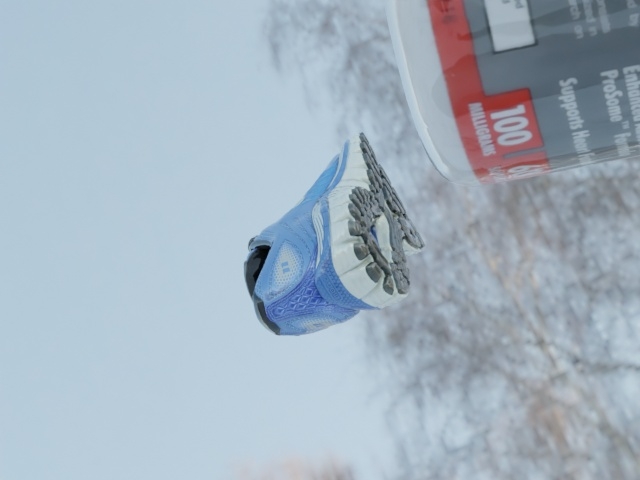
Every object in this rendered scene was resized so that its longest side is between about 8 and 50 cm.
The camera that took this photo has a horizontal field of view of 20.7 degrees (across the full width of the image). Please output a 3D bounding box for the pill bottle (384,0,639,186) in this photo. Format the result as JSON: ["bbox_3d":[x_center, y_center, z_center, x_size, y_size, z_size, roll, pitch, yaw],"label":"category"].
[{"bbox_3d":[0.224,-0.161,0.960,0.363,0.210,0.210,-11,-41,12],"label":"pill bottle"}]

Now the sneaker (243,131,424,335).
[{"bbox_3d":[0.000,0.000,1.563,0.147,0.330,0.130,-27,-82,13],"label":"sneaker"}]
